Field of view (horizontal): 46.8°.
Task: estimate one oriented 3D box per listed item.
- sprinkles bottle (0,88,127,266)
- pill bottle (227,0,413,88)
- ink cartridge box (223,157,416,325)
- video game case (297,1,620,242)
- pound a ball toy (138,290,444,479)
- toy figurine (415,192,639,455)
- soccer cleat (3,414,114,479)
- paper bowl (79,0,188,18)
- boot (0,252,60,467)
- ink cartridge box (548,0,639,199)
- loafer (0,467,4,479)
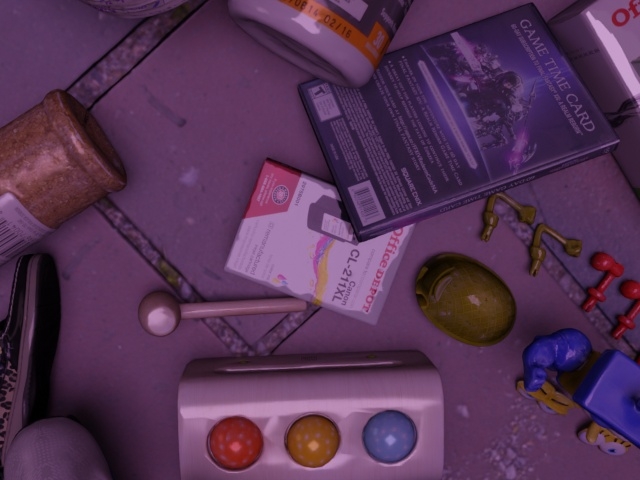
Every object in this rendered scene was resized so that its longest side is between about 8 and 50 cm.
[{"bbox_3d":[-0.375,-0.010,0.749,0.355,0.121,0.121,-33,98,0],"label":"sprinkles bottle"},{"bbox_3d":[0.039,-0.304,0.718,0.162,0.162,0.278,29,93,-7],"label":"pill bottle"},{"bbox_3d":[0.000,0.000,0.800,0.175,0.072,0.127,20,95,-6],"label":"ink cartridge box"},{"bbox_3d":[0.134,-0.128,0.765,0.274,0.026,0.196,-19,64,-2],"label":"video game case"},{"bbox_3d":[-0.035,0.160,0.787,0.319,0.136,0.208,-1,97,-4],"label":"pound a ball toy"},{"bbox_3d":[0.293,0.114,0.763,0.362,0.217,0.191,37,93,-8],"label":"toy figurine"},{"bbox_3d":[-0.235,0.333,0.750,0.116,0.143,0.331,-21,119,-14],"label":"soccer cleat"},{"bbox_3d":[-0.155,-0.345,0.674,0.284,0.148,0.284,-3,82,27],"label":"paper bowl"},{"bbox_3d":[-0.380,0.120,0.785,0.178,0.085,0.236,9,95,-2],"label":"boot"},{"bbox_3d":[0.399,-0.172,0.784,0.198,0.115,0.273,-34,98,1],"label":"ink cartridge box"},{"bbox_3d":[-0.341,0.286,0.809,0.223,0.078,0.076,1,98,-6],"label":"loafer"}]
